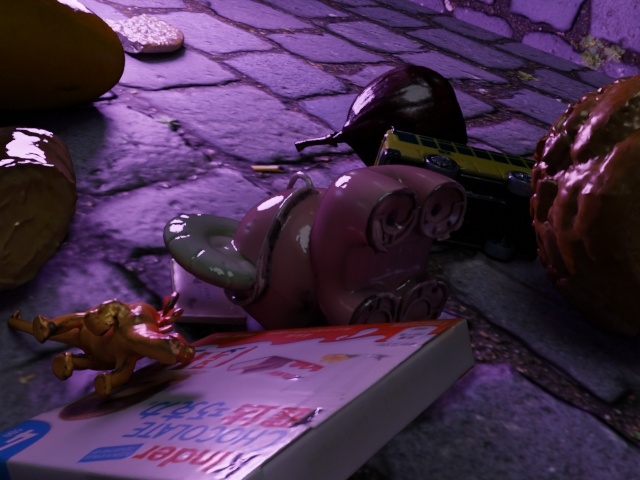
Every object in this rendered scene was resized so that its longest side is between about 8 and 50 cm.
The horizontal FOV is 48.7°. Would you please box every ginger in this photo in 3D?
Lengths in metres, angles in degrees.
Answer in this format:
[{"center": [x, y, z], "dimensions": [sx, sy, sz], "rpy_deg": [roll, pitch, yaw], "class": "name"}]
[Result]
[{"center": [-0.375, -0.037, 0.748], "dimensions": [0.221, 0.130, 0.275], "rpy_deg": [15, 28, 27], "class": "ginger"}]

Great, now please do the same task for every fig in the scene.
[{"center": [0.107, -0.182, 1.150], "dimensions": [0.249, 0.186, 0.204], "rpy_deg": [-9, 53, -21], "class": "fig"}]

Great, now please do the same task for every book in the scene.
[{"center": [-0.128, 0.055, 0.791], "dimensions": [0.077, 0.014, 0.111], "rpy_deg": [3, 30, -17], "class": "book"}]

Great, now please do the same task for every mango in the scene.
[{"center": [-0.496, -0.310, 1.078], "dimensions": [0.301, 0.221, 0.445], "rpy_deg": [25, 11, 31], "class": "mango"}]

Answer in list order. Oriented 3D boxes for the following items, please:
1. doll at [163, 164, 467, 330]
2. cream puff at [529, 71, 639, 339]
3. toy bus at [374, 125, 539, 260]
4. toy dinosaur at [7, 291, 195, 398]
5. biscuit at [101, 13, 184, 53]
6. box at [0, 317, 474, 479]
[{"center": [0.000, 0.000, 0.741], "dimensions": [0.284, 0.216, 0.268], "rpy_deg": [-10, 29, -40], "class": "doll"}, {"center": [0.414, -0.042, 0.881], "dimensions": [0.343, 0.327, 0.231], "rpy_deg": [42, -5, -18], "class": "cream puff"}, {"center": [0.197, -0.071, 1.033], "dimensions": [0.262, 0.128, 0.150], "rpy_deg": [11, 27, -7], "class": "toy bus"}, {"center": [-0.177, 0.081, 0.613], "dimensions": [0.117, 0.070, 0.288], "rpy_deg": [-5, 1, -42], "class": "toy dinosaur"}, {"center": [-0.397, -0.458, 1.566], "dimensions": [0.188, 0.040, 0.265], "rpy_deg": [7, 28, -11], "class": "biscuit"}, {"center": [-0.067, 0.121, 0.509], "dimensions": [0.273, 0.048, 0.265], "rpy_deg": [-8, 8, 37], "class": "box"}]
